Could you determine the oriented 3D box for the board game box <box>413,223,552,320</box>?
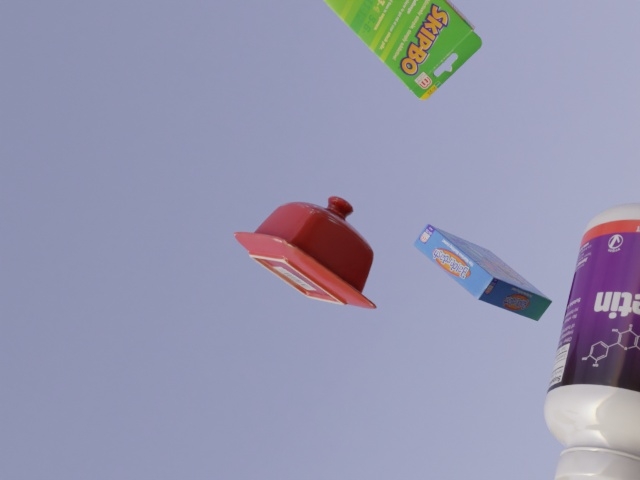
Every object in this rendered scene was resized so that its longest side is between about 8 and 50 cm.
[{"bbox_3d":[0.268,0.054,2.029,0.210,0.160,0.047,20,-72,-51],"label":"board game box"}]

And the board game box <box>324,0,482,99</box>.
[{"bbox_3d":[0.095,-0.325,1.699,0.124,0.259,0.039,-43,0,24],"label":"board game box"}]

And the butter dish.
[{"bbox_3d":[0.000,0.000,1.507,0.160,0.160,0.118,36,-104,-24],"label":"butter dish"}]

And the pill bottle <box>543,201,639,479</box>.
[{"bbox_3d":[0.356,0.131,1.381,0.181,0.181,0.323,39,-122,-41],"label":"pill bottle"}]
